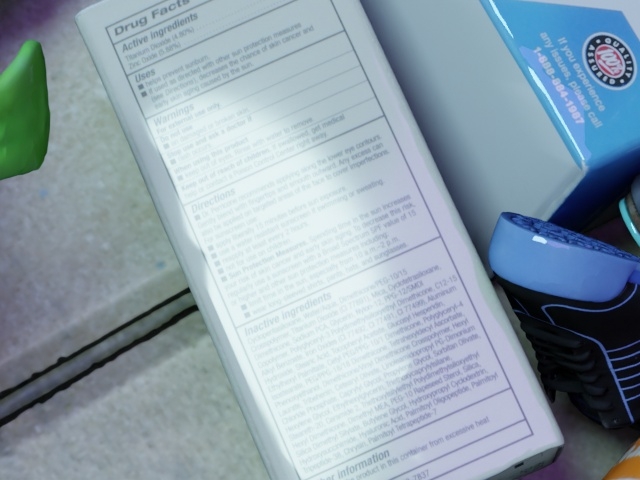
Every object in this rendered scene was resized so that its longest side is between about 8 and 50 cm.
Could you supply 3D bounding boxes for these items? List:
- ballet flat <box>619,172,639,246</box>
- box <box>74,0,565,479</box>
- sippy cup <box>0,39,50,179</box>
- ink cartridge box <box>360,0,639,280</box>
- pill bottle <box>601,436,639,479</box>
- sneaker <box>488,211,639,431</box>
[{"bbox_3d":[0.221,-0.013,0.953,0.074,0.203,0.074,-2,85,23],"label":"ballet flat"},{"bbox_3d":[0.000,0.000,0.931,0.148,0.121,0.311,-23,77,1],"label":"box"},{"bbox_3d":[-0.291,-0.070,0.812,0.305,0.240,0.224,38,24,-1],"label":"sippy cup"},{"bbox_3d":[0.182,-0.140,0.988,0.270,0.197,0.198,-25,77,-17],"label":"ink cartridge box"},{"bbox_3d":[0.272,0.147,0.897,0.224,0.224,0.392,44,69,5],"label":"pill bottle"},{"bbox_3d":[0.146,0.050,0.915,0.081,0.232,0.090,25,92,35],"label":"sneaker"}]
